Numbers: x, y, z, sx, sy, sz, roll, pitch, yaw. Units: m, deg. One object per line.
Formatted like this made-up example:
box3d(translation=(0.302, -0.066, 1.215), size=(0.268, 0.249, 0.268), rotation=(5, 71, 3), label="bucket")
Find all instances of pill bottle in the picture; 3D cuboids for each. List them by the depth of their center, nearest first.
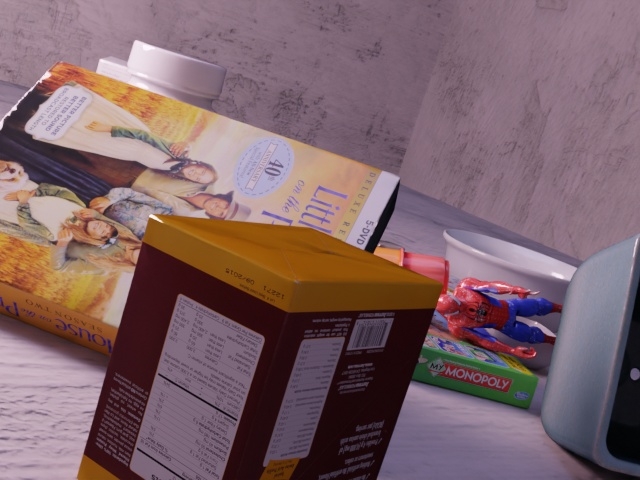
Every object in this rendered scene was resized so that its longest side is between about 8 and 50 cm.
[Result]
box3d(translation=(-0.238, -0.130, 1.392), size=(0.161, 0.283, 0.161), rotation=(17, 9, -3), label="pill bottle")

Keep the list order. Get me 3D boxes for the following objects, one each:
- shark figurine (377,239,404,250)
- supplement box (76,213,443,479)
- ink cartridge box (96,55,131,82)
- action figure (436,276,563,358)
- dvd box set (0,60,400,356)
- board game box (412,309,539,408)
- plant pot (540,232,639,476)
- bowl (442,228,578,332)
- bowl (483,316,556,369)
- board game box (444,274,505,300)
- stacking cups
box3d(translation=(-0.027, 0.004, 1.497), size=(0.278, 0.116, 0.166), rotation=(3, -17, -12), label="shark figurine")
box3d(translation=(-0.038, 0.098, 0.688), size=(0.129, 0.194, 0.191), rotation=(23, 11, 33), label="supplement box")
box3d(translation=(-0.414, -0.262, 2.069), size=(0.158, 0.218, 0.092), rotation=(18, 14, -2), label="ink cartridge box")
box3d(translation=(0.276, 0.108, 1.282), size=(0.280, 0.092, 0.139), rotation=(12, 2, -34), label="action figure")
box3d(translation=(-0.163, -0.017, 0.996), size=(0.420, 0.062, 0.308), rotation=(20, 51, 11), label="dvd box set")
box3d(translation=(0.139, 0.129, 1.336), size=(0.213, 0.046, 0.317), rotation=(15, 9, -14), label="board game box")
box3d(translation=(0.385, 0.149, 1.121), size=(0.247, 0.248, 0.252), rotation=(16, -9, -12), label="plant pot")
box3d(translation=(0.332, 0.089, 1.673), size=(0.297, 0.134, 0.298), rotation=(18, 10, -3), label="bowl")
box3d(translation=(0.286, 0.149, 1.478), size=(0.142, 0.053, 0.142), rotation=(17, 9, -12), label="bowl")
box3d(translation=(0.203, 0.081, 1.490), size=(0.103, 0.026, 0.154), rotation=(7, 12, -37), label="board game box")
box3d(translation=(0.011, 0.041, 1.299), size=(0.316, 0.096, 0.096), rotation=(9, 9, 2), label="stacking cups")
